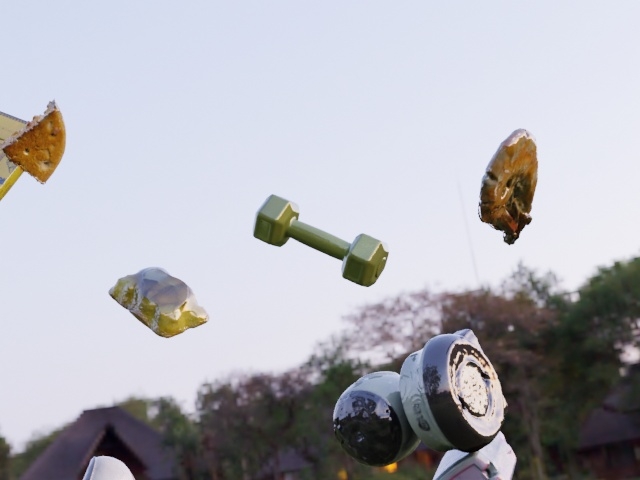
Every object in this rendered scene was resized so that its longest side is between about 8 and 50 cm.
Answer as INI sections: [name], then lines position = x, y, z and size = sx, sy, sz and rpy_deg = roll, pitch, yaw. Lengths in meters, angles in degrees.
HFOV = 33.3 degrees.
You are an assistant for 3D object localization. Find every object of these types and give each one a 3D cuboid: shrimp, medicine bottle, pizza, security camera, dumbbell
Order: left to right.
[pizza]
position = -0.538, -0.178, 2.008
size = 0.131, 0.041, 0.178
rpy_deg = -20, -45, -31
[dumbbell]
position = 0.000, 0.000, 2.336
size = 0.302, 0.121, 0.108
rpy_deg = 25, 32, 17
[security camera]
position = 0.149, 0.284, 1.817
size = 0.277, 0.197, 0.191
rpy_deg = -24, 2, 35
[medicine bottle]
position = 0.273, 0.391, 1.864
size = 0.119, 0.094, 0.188
rpy_deg = -43, -2, 22
[shrimp]
position = 0.317, -0.072, 1.817
size = 0.154, 0.062, 0.294
rpy_deg = -48, -33, -19

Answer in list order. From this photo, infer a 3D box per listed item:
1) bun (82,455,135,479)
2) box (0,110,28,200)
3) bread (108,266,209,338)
[bun]
position = -0.390, 0.485, 1.961
size = 0.120, 0.173, 0.173
rpy_deg = 19, -21, -8
[box]
position = -0.709, -0.157, 2.259
size = 0.153, 0.279, 0.041
rpy_deg = 19, -36, 11
[bread]
position = -0.376, 0.137, 2.529
size = 0.161, 0.233, 0.088
rpy_deg = -29, -39, -35
